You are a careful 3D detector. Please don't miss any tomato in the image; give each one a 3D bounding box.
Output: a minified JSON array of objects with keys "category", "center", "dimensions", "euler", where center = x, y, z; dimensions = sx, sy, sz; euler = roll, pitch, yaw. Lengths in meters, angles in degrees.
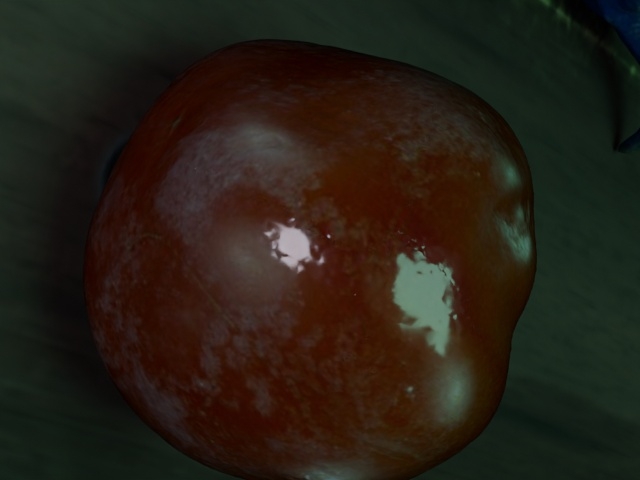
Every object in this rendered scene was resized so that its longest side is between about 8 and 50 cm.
[{"category":"tomato","center":[0.000,0.000,0.672],"dimensions":[0.151,0.187,0.187],"euler":[44,63,-22]}]

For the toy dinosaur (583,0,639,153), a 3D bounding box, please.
[{"category":"toy dinosaur","center":[0.126,-0.142,0.890],"dimensions":[0.188,0.075,0.247],"euler":[-19,119,-37]}]
